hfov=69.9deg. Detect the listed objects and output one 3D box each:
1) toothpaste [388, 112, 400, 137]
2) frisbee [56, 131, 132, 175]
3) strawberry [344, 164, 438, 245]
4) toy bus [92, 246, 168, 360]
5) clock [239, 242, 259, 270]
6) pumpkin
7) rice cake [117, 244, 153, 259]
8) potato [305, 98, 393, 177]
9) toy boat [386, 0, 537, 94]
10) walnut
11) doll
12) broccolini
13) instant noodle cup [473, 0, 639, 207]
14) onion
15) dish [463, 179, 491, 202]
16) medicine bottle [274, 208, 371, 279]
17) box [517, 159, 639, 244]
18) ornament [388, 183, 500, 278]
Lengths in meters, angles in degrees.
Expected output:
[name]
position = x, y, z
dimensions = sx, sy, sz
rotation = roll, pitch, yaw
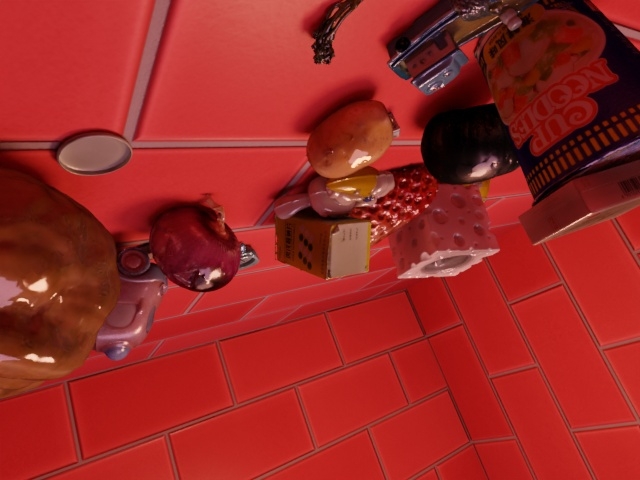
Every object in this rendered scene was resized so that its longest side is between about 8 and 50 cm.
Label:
[toothpaste]
position = 0.081, -0.213, 0.951
dimensions = 0.164, 0.046, 0.034
rotation = -21, 160, 0
[frisbee]
position = -0.355, -0.136, 0.722
dimensions = 0.110, 0.014, 0.110
rotation = -19, 162, -6
[strawberry]
position = 0.189, -0.084, 1.310
dimensions = 0.337, 0.149, 0.265
rotation = -24, 162, 7
[toy bus]
position = -0.496, 0.149, 1.013
dimensions = 0.295, 0.231, 0.197
rotation = 7, 152, -24
[clock]
position = -0.246, 0.050, 1.388
dimensions = 0.108, 0.045, 0.147
rotation = -19, 163, -8
[pumpkin]
position = 0.336, -0.210, 0.992
dimensions = 0.234, 0.162, 0.233
rotation = -11, -166, 3
[rice cake]
position = -0.410, 0.024, 1.127
dimensions = 0.207, 0.036, 0.047
rotation = -21, 151, 1
[potato]
position = 0.054, -0.188, 0.866
dimensions = 0.178, 0.118, 0.109
rotation = -29, -154, 22
[toy boat]
position = 0.221, -0.317, 0.702
dimensions = 0.238, 0.098, 0.109
rotation = -30, 164, 26
[walnut]
position = -0.495, 0.062, 0.677
dimensions = 0.384, 0.383, 0.383
rotation = -19, 163, -6
[doll]
position = 0.045, -0.112, 1.103
dimensions = 0.252, 0.110, 0.237
rotation = -12, 178, -37
[broccolini]
position = 0.058, -0.315, 0.617
dimensions = 0.194, 0.054, 0.052
rotation = -31, 142, 24
[instant noodle cup]
position = 0.425, -0.249, 0.783
dimensions = 0.285, 0.312, 0.284
rotation = -20, 163, -6
[onion]
position = -0.271, 0.030, 1.025
dimensions = 0.201, 0.200, 0.207
rotation = -19, 154, -7
[dish]
position = 0.522, -0.151, 1.617
dimensions = 0.208, 0.079, 0.149
rotation = -22, 163, -1
[medicine bottle]
position = 0.000, 0.000, 1.180
dimensions = 0.141, 0.137, 0.250
rotation = -9, -165, -35
[box]
position = 0.445, -0.065, 0.734
dimensions = 0.201, 0.058, 0.141
rotation = -17, 164, -17
[ornament]
position = 0.382, -0.026, 1.494
dimensions = 0.240, 0.239, 0.240
rotation = -1, 157, -23
